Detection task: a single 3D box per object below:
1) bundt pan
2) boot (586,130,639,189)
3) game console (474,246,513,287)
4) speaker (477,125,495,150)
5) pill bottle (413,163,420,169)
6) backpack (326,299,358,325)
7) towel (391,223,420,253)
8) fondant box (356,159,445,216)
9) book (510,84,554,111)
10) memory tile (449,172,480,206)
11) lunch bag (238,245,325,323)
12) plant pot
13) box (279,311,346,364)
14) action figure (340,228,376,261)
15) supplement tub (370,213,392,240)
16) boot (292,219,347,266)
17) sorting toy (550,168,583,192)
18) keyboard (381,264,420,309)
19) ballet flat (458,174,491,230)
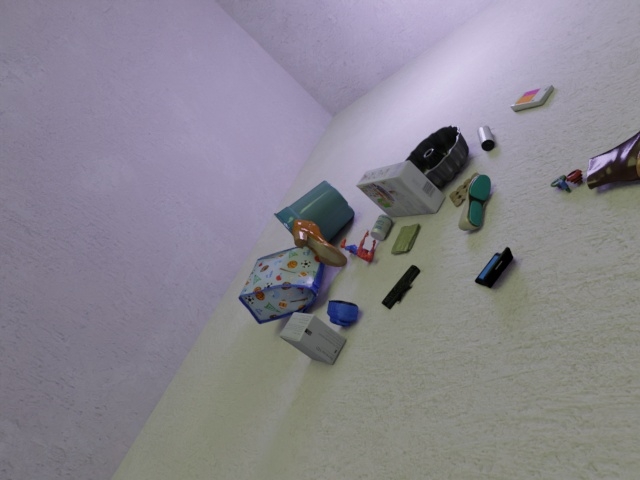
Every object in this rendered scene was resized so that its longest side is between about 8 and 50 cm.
[{"bbox_3d":[0.514,-0.348,2.065,0.331,0.124,0.330,-41,23,22],"label":"bundt pan"},{"bbox_3d":[0.848,-0.262,1.284,0.207,0.090,0.248,-16,42,52],"label":"boot"},{"bbox_3d":[0.517,0.075,1.411,0.071,0.107,0.122,34,84,41],"label":"game console"},{"bbox_3d":[0.689,-0.426,1.942,0.055,0.055,0.136,-37,25,31],"label":"speaker"},{"bbox_3d":[0.410,-0.299,2.233,0.169,0.094,0.094,-55,21,-14],"label":"pill bottle"},{"bbox_3d":[0.095,0.290,1.862,0.120,0.098,0.101,-12,71,59],"label":"backpack"},{"bbox_3d":[0.353,-0.007,1.940,0.110,0.027,0.148,-14,40,56],"label":"towel"},{"bbox_3d":[0.340,-0.214,2.025,0.096,0.238,0.330,-57,22,-17],"label":"fondant box"},{"bbox_3d":[0.859,-0.579,1.895,0.096,0.035,0.144,-51,21,-12],"label":"book"},{"bbox_3d":[0.578,-0.201,1.841,0.148,0.012,0.113,-43,21,19],"label":"memory tile"},{"bbox_3d":[-0.152,0.205,2.292,0.386,0.238,0.327,-21,30,24],"label":"lunch bag"},{"bbox_3d":[-0.018,-0.125,2.516,0.334,0.341,0.341,-43,21,-2],"label":"plant pot"},{"bbox_3d":[-0.032,0.382,1.833,0.182,0.181,0.119,-8,46,60],"label":"box"},{"bbox_3d":[0.191,0.015,2.131,0.139,0.092,0.280,-62,20,3],"label":"action figure"},{"bbox_3d":[0.278,-0.060,2.123,0.071,0.071,0.107,-16,38,56],"label":"supplement tub"},{"bbox_3d":[-0.001,0.000,2.269,0.104,0.295,0.211,-56,17,27],"label":"boot"},{"bbox_3d":[0.752,-0.175,1.416,0.061,0.042,0.102,-43,3,-27],"label":"sorting toy"},{"bbox_3d":[0.297,0.167,1.741,0.192,0.038,0.100,-52,21,-3],"label":"keyboard"},{"bbox_3d":[0.553,-0.134,1.693,0.086,0.086,0.248,-21,36,52],"label":"ballet flat"}]
